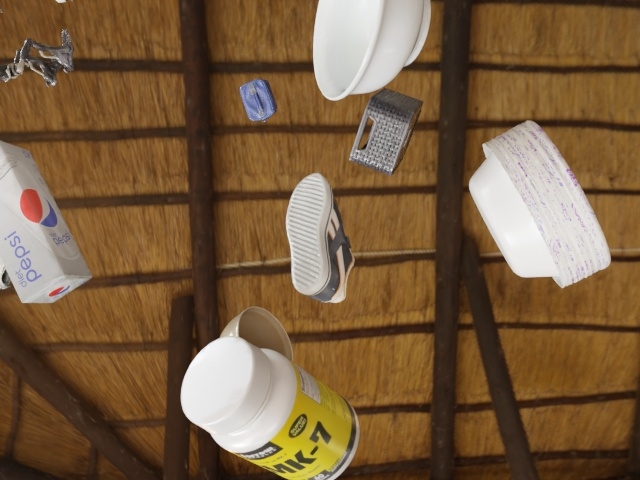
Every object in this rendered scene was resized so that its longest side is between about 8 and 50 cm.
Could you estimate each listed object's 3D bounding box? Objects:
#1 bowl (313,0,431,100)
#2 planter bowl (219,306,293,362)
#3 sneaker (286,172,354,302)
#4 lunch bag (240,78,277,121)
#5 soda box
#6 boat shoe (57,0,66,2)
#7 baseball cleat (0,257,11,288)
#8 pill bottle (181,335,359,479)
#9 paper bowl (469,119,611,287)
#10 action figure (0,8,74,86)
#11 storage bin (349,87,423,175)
[{"bbox_3d":[0.100,-0.386,1.124,0.134,0.298,0.297,5,-119,-20],"label":"bowl"},{"bbox_3d":[-0.148,0.229,1.309,0.162,0.109,0.162,40,-146,-34],"label":"planter bowl"},{"bbox_3d":[0.000,0.000,1.497,0.127,0.126,0.321,35,-135,-43],"label":"sneaker"},{"bbox_3d":[-0.146,-0.327,1.515,0.067,0.065,0.098,-18,-78,13],"label":"lunch bag"},{"bbox_3d":[-0.528,-0.033,1.154,0.098,0.091,0.286,-31,-101,8],"label":"soda box"},{"bbox_3d":[-0.247,-0.295,0.631,0.038,0.046,0.125,-8,-102,-1],"label":"boat shoe"},{"bbox_3d":[-0.613,-0.009,1.183,0.109,0.072,0.206,-5,-73,12],"label":"baseball cleat"},{"bbox_3d":[-0.054,0.197,0.738,0.119,0.208,0.119,-21,-132,25],"label":"pill bottle"},{"bbox_3d":[0.362,-0.051,1.111,0.148,0.284,0.284,-27,-113,11],"label":"paper bowl"},{"bbox_3d":[-0.667,-0.387,1.326,0.276,0.164,0.141,-15,-95,-43],"label":"action figure"},{"bbox_3d":[0.126,-0.206,1.201,0.084,0.122,0.180,21,-156,6],"label":"storage bin"}]
